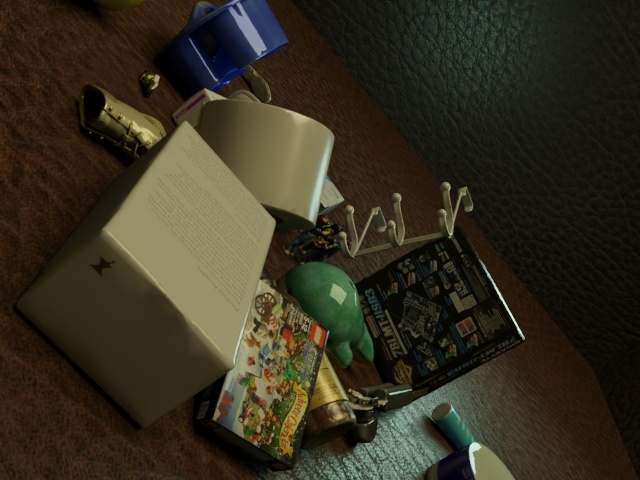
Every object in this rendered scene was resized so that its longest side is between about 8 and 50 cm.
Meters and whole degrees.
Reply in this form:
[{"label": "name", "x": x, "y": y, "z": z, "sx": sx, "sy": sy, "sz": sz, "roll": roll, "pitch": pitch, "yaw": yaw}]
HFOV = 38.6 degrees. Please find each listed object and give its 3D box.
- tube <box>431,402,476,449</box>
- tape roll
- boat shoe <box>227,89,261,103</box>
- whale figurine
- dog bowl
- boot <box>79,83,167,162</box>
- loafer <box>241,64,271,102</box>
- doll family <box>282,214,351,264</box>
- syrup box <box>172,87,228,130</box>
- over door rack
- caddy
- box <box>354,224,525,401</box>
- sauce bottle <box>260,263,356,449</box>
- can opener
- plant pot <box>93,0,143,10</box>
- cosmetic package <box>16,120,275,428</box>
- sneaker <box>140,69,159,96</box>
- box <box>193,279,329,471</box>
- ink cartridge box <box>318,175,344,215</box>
[{"label": "tube", "x": 0.323, "y": 0.451, "z": 2.054, "sx": 0.207, "sy": 0.052, "sz": 0.080, "roll": 53, "pitch": 24, "yaw": -23}, {"label": "tape roll", "x": -0.110, "y": -0.127, "z": 1.610, "sx": 0.246, "sy": 0.246, "sz": 0.169, "roll": 24, "pitch": 75, "yaw": -57}, {"label": "boat shoe", "x": -0.114, "y": -0.175, "z": 1.984, "sx": 0.324, "sy": 0.117, "sz": 0.097, "roll": 63, "pitch": 15, "yaw": 14}, {"label": "whale figurine", "x": 0.032, "y": 0.139, "z": 1.722, "sx": 0.272, "sy": 0.141, "sz": 0.216, "roll": 37, "pitch": 24, "yaw": -45}, {"label": "dog bowl", "x": 0.327, "y": 0.536, "z": 1.801, "sx": 0.265, "sy": 0.104, "sz": 0.265, "roll": 46, "pitch": 19, "yaw": -22}, {"label": "boot", "x": -0.308, "y": -0.161, "z": 1.509, "sx": 0.165, "sy": 0.077, "sz": 0.213, "roll": 32, "pitch": 19, "yaw": -51}, {"label": "loafer", "x": -0.166, "y": -0.413, "z": 2.400, "sx": 0.125, "sy": 0.045, "sz": 0.039, "roll": 54, "pitch": 11, "yaw": 9}, {"label": "doll family", "x": 0.000, "y": 0.000, "z": 1.945, "sx": 0.076, "sy": 0.111, "sz": 0.193, "roll": 57, "pitch": 18, "yaw": 9}, {"label": "syrup box", "x": -0.189, "y": -0.177, "z": 1.818, "sx": 0.236, "sy": 0.096, "sz": 0.093, "roll": 61, "pitch": 17, "yaw": 17}, {"label": "over door rack", "x": 0.186, "y": -0.060, "z": 2.004, "sx": 0.324, "sy": 0.240, "sz": 0.108, "roll": -39, "pitch": 115, "yaw": -68}, {"label": "caddy", "x": -0.217, "y": -0.450, "z": 2.017, "sx": 0.179, "sy": 0.241, "sz": 0.341, "roll": 56, "pitch": 17, "yaw": -10}, {"label": "box", "x": 0.239, "y": 0.157, "z": 1.962, "sx": 0.073, "sy": 0.293, "sz": 0.295, "roll": 44, "pitch": 18, "yaw": -54}, {"label": "sauce bottle", "x": -0.061, "y": 0.167, "z": 1.490, "sx": 0.111, "sy": 0.111, "sz": 0.344, "roll": 23, "pitch": 35, "yaw": -59}, {"label": "can opener", "x": 0.100, "y": 0.314, "z": 1.722, "sx": 0.280, "sy": 0.074, "sz": 0.093, "roll": 0, "pitch": 90, "yaw": -67}, {"label": "plant pot", "x": -0.423, "y": -0.575, "z": 1.748, "sx": 0.254, "sy": 0.254, "sz": 0.239, "roll": 63, "pitch": 6, "yaw": 27}, {"label": "cosmetic package", "x": -0.214, "y": 0.023, "z": 1.276, "sx": 0.230, "sy": 0.161, "sz": 0.453, "roll": 49, "pitch": 18, "yaw": -15}, {"label": "sneaker", "x": -0.339, "y": -0.309, "z": 1.796, "sx": 0.035, "sy": 0.031, "sz": 0.083, "roll": 32, "pitch": 21, "yaw": -20}, {"label": "box", "x": -0.079, "y": 0.193, "z": 1.326, "sx": 0.159, "sy": 0.044, "sz": 0.233, "roll": 38, "pitch": 50, "yaw": -30}, {"label": "ink cartridge box", "x": -0.016, "y": -0.113, "z": 2.194, "sx": 0.104, "sy": 0.062, "sz": 0.181, "roll": 54, "pitch": 17, "yaw": 2}]
